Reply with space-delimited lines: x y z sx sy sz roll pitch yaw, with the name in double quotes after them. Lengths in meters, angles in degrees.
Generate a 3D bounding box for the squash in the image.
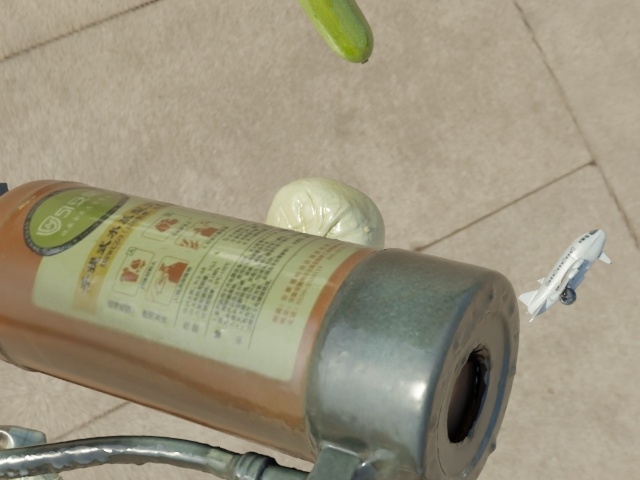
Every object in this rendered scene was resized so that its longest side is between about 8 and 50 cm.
0.031 -0.385 1.746 0.095 0.095 0.188 -48 129 -17 "squash"

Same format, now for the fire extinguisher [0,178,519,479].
-0.104 0.045 0.520 0.200 0.376 0.113 -32 127 -50 "fire extinguisher"

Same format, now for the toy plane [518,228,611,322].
0.372 0.054 1.517 0.171 0.162 0.065 -42 90 9 "toy plane"

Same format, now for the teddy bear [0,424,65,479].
-0.328 0.458 1.332 0.327 0.375 0.362 -38 51 5 "teddy bear"

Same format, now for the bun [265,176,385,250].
0.000 0.000 1.796 0.229 0.229 0.145 32 45 -9 "bun"
